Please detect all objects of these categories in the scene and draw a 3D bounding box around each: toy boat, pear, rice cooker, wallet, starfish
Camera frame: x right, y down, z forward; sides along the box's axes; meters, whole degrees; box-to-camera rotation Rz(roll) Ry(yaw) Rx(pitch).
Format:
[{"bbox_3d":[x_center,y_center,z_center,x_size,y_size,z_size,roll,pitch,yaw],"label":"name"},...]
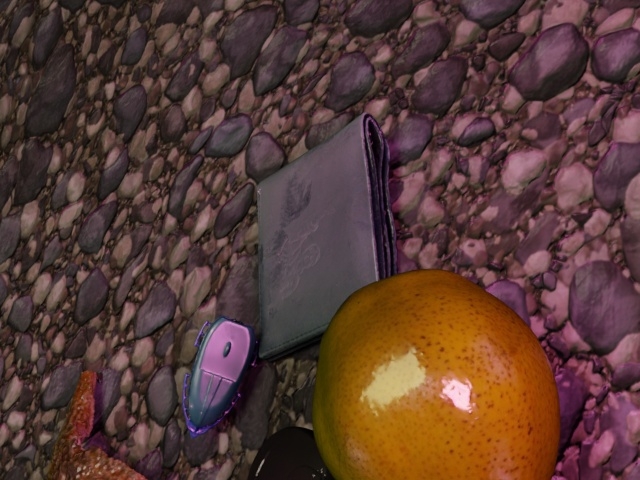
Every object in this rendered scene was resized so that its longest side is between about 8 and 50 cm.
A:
[{"bbox_3d":[-0.146,0.192,2.009,0.110,0.091,0.175,162,129,-84],"label":"toy boat"},{"bbox_3d":[0.123,0.181,1.546,0.294,0.294,0.294,-27,50,37],"label":"pear"},{"bbox_3d":[-0.004,0.306,1.731,0.203,0.118,0.142,30,92,53],"label":"rice cooker"},{"bbox_3d":[0.001,0.000,1.962,0.251,0.054,0.290,-27,56,43],"label":"wallet"},{"bbox_3d":[-0.342,0.391,2.077,0.398,0.132,0.384,9,80,54],"label":"starfish"}]
